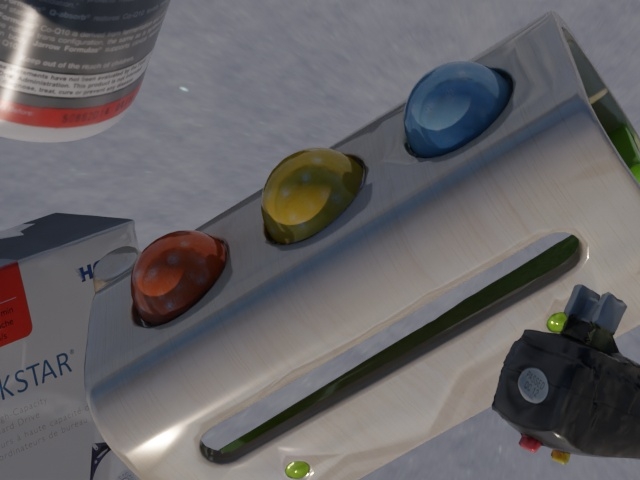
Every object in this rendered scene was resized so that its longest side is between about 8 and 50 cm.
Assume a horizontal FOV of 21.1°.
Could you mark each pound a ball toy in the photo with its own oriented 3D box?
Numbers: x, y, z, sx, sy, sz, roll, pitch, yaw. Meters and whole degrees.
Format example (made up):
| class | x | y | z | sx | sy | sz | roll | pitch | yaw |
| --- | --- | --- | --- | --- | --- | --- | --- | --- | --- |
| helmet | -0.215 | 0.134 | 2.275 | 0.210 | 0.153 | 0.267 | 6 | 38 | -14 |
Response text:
| class | x | y | z | sx | sy | sz | roll | pitch | yaw |
| --- | --- | --- | --- | --- | --- | --- | --- | --- | --- |
| pound a ball toy | 0.000 | 0.000 | 0.861 | 0.319 | 0.208 | 0.135 | -30 | 121 | 16 |

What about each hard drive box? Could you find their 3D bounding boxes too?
| class | x | y | z | sx | sy | sz | roll | pitch | yaw |
| --- | --- | --- | --- | --- | --- | --- | --- | --- | --- |
| hard drive box | -0.187 | 0.119 | 1.056 | 0.089 | 0.181 | 0.232 | 5 | 111 | 46 |

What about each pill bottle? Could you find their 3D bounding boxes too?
| class | x | y | z | sx | sy | sz | roll | pitch | yaw |
| --- | --- | --- | --- | --- | --- | --- | --- | --- | --- |
| pill bottle | -0.188 | -0.270 | 1.269 | 0.210 | 0.210 | 0.363 | 29 | 124 | 5 |

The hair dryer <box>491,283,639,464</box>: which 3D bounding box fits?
| class | x | y | z | sx | sy | sz | roll | pitch | yaw |
| --- | --- | --- | --- | --- | --- | --- | --- | --- | --- |
| hair dryer | 0.219 | 0.037 | 0.516 | 0.293 | 0.080 | 0.223 | 30 | 105 | -27 |
